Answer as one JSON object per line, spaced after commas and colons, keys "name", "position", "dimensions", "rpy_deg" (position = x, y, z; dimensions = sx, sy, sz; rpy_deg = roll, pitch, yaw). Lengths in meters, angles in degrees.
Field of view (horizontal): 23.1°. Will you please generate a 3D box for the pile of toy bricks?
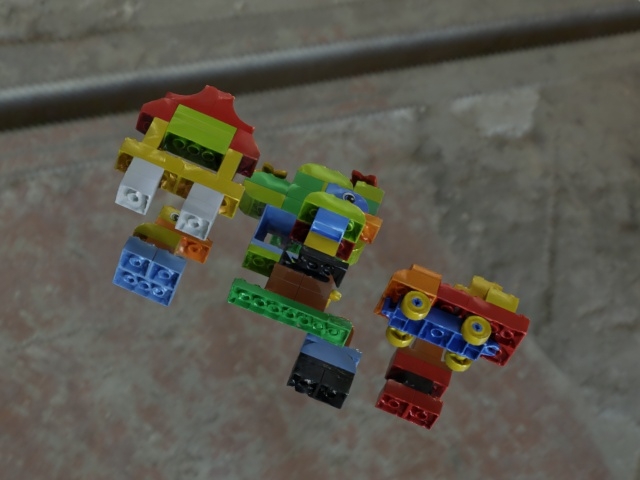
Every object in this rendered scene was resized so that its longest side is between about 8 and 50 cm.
{"name": "pile of toy bricks", "position": [0.000, 0.000, 0.795], "dimensions": [0.212, 0.118, 0.105], "rpy_deg": [23, 51, -2]}
